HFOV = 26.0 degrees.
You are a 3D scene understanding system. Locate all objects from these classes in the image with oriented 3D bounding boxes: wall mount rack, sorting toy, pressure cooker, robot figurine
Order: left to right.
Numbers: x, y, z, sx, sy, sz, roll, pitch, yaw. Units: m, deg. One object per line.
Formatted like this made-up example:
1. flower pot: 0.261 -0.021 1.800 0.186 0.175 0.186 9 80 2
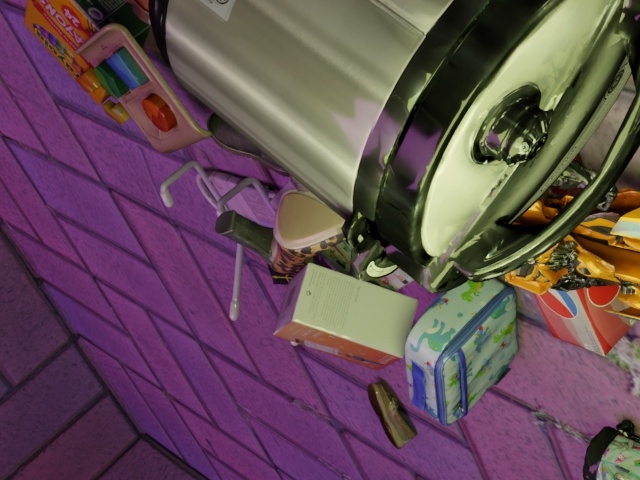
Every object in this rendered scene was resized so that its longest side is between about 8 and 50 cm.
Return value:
1. sorting toy: -0.304 -0.224 2.210 0.229 0.041 0.307 50 159 -13
2. wall mount rack: -0.128 0.011 2.390 0.350 0.130 0.304 18 145 54
3. pressure cooker: 0.100 -0.178 1.247 0.420 0.375 0.370 39 155 22
4. robot figurine: 0.312 0.011 1.465 0.291 0.085 0.211 13 144 18

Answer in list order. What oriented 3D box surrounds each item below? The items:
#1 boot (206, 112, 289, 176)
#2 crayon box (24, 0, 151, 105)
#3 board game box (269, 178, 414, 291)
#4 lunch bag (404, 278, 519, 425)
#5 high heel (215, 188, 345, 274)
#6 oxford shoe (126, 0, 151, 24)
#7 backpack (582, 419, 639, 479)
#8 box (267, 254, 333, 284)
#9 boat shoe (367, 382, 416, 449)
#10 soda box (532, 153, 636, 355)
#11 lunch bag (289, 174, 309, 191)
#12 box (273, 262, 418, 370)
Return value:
1. boot: -0.102 -0.196 2.039 0.190 0.076 0.208 24 158 21
2. crayon box: -0.397 -0.353 2.326 0.202 0.081 0.318 47 160 0
3. board game box: 0.066 -0.037 1.966 0.224 0.097 0.303 48 159 -2
4. lunch bag: 0.197 0.153 1.943 0.090 0.176 0.219 37 156 27
5. high heel: 0.000 0.000 1.973 0.261 0.093 0.186 -1 159 44
6. oxford shoe: -0.264 -0.384 2.049 0.212 0.076 0.076 39 121 43
7. backpack: 0.450 0.348 1.889 0.182 0.115 0.152 26 148 39
8. box: -0.006 0.031 2.210 0.162 0.029 0.116 0 143 13
9. boat shoe: 0.132 0.319 2.575 0.056 0.048 0.153 35 153 62
10. soda box: 0.288 0.010 1.633 0.092 0.083 0.263 20 147 51
11. lunch bag: 0.007 -0.195 1.670 0.235 0.169 0.287 61 152 -10
12. box: 0.035 0.112 1.998 0.170 0.091 0.130 19 162 -8
